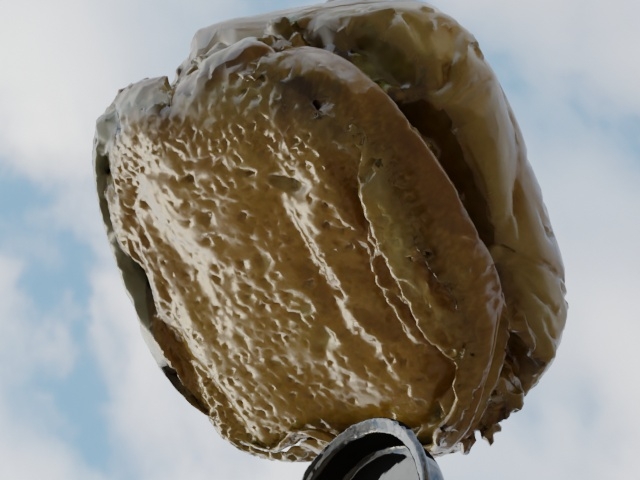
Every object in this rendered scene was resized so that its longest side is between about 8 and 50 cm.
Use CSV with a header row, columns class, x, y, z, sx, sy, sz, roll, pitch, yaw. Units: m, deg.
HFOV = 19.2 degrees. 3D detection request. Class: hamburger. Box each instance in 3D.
class,x,y,z,sx,sy,sz,roll,pitch,yaw
hamburger,0.000,0.000,1.157,0.158,0.318,0.319,-30,-66,-43

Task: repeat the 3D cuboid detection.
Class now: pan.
class,x,y,z,sx,sy,sz,roll,pitch,yaw
pan,-0.012,0.189,0.881,0.028,0.136,0.235,29,-78,-26
